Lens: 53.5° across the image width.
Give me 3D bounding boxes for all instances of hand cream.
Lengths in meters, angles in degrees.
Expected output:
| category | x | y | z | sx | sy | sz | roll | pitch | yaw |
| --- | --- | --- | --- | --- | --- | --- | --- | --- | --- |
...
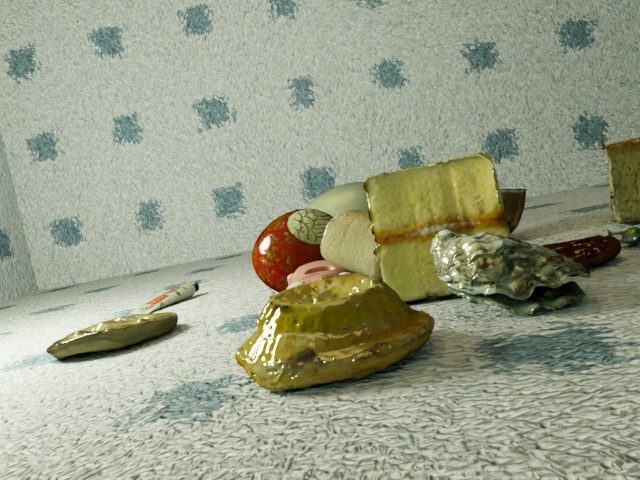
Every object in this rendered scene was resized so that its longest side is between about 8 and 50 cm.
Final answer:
| category | x | y | z | sx | sy | sz | roll | pitch | yaw |
| --- | --- | --- | --- | --- | --- | --- | --- | --- | --- |
| hand cream | -0.457 | 0.175 | 1.903 | 0.080 | 0.050 | 0.234 | -4 | 14 | 34 |

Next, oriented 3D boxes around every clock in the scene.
| category | x | y | z | sx | sy | sz | roll | pitch | yaw |
| --- | --- | --- | --- | --- | --- | --- | --- | --- | --- |
| clock | 0.000 | 0.098 | 1.376 | 0.166 | 0.092 | 0.162 | -11 | 7 | -4 |

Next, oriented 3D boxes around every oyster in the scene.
| category | x | y | z | sx | sy | sz | roll | pitch | yaw |
| --- | --- | --- | --- | --- | --- | --- | --- | --- | --- |
| oyster | 0.293 | 0.041 | 1.030 | 0.268 | 0.112 | 0.198 | 9 | 12 | 22 |

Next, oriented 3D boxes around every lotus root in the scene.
| category | x | y | z | sx | sy | sz | roll | pitch | yaw |
| --- | --- | --- | --- | --- | --- | --- | --- | --- | --- |
| lotus root | 0.471 | -0.078 | 1.863 | 0.272 | 0.191 | 0.272 | -2 | -1 | 0 |

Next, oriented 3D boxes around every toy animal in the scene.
| category | x | y | z | sx | sy | sz | roll | pitch | yaw |
| --- | --- | --- | --- | --- | --- | --- | --- | --- | --- |
| toy animal | 0.669 | -0.010 | 1.397 | 0.075 | 0.041 | 0.217 | -8 | 1 | 19 |

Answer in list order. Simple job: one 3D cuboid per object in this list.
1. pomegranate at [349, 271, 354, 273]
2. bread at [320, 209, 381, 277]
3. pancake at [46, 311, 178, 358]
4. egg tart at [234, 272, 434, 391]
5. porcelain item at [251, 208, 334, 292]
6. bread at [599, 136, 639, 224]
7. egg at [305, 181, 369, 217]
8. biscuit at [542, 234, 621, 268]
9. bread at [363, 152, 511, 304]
| category | x | y | z | sx | sy | sz | roll | pitch | yaw |
| --- | --- | --- | --- | --- | --- | --- | --- | --- | --- |
| pomegranate | 0.099 | 0.040 | 1.479 | 0.163 | 0.125 | 0.138 | 12 | -43 | -9 |
| bread | 0.096 | 0.006 | 1.341 | 0.141 | 0.133 | 0.148 | 20 | -2 | 27 |
| pancake | -0.460 | 0.207 | 1.418 | 0.295 | 0.049 | 0.294 | -11 | 1 | 0 |
| egg tart | 0.016 | 0.120 | 0.907 | 0.291 | 0.115 | 0.290 | -12 | 5 | 1 |
| porcelain item | -0.036 | 0.053 | 1.562 | 0.253 | 0.252 | 0.253 | -11 | 4 | 1 |
| bread | 0.833 | -0.173 | 1.788 | 0.279 | 0.248 | 0.315 | -11 | 0 | -19 |
| egg | 0.097 | -0.059 | 2.086 | 0.352 | 0.258 | 0.258 | -19 | 6 | -12 |
| biscuit | 0.503 | 0.027 | 1.275 | 0.192 | 0.049 | 0.192 | -14 | 1 | 0 |
| bread | 0.218 | -0.019 | 1.191 | 0.236 | 0.263 | 0.198 | -11 | 0 | -12 |
